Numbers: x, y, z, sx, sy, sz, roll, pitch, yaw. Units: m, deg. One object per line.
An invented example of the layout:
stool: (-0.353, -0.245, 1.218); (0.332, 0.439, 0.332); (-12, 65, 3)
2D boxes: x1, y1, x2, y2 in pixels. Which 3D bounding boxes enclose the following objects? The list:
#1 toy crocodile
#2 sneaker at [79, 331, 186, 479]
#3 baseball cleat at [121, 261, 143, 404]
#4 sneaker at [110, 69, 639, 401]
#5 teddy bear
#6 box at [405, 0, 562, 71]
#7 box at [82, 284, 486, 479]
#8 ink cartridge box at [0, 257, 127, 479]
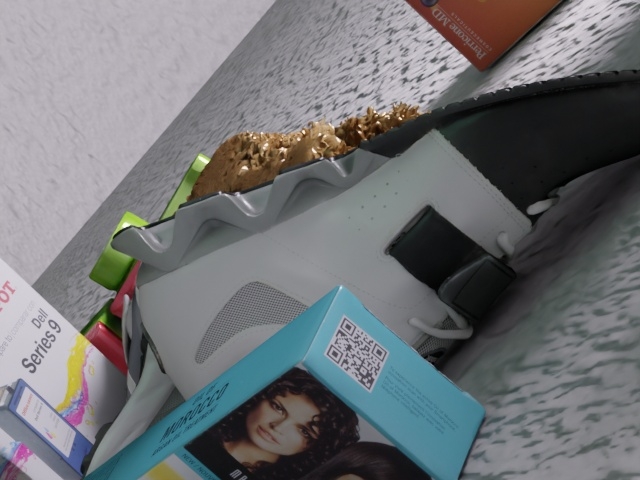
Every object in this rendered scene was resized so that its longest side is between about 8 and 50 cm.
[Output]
toy crocodile: (-0.161, 0.083, 1.529); (0.340, 0.115, 0.105); (-53, 8, 13)
sneaker: (-0.075, 0.130, 1.122); (0.100, 0.108, 0.271); (69, -137, -75)
baseball cleat: (-0.097, 0.103, 1.244); (0.109, 0.072, 0.205); (132, 144, -67)
sneaker: (0.059, 0.010, 1.045); (0.331, 0.146, 0.122); (-22, -8, 15)
teddy bear: (0.000, 0.000, 1.332); (0.338, 0.113, 0.245); (-13, 45, 61)
box: (0.146, -0.244, 1.502); (0.170, 0.130, 0.091); (-43, 12, 27)
box: (-0.035, 0.126, 0.976); (0.244, 0.100, 0.060); (-39, 15, 41)
ink cartridge box: (-0.191, 0.136, 1.240); (0.093, 0.212, 0.154); (-40, 12, 27)
